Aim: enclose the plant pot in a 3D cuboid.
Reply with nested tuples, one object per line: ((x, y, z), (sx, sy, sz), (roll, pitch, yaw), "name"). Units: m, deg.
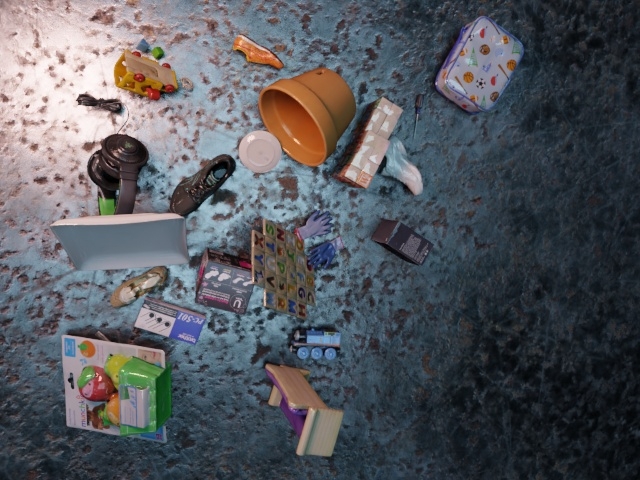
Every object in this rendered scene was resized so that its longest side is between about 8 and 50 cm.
((-0.023, -0.409, 1.665), (0.203, 0.291, 0.291), (-43, 105, -22), "plant pot")

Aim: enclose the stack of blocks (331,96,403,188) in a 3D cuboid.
((0.161, -0.325, 1.762), (0.087, 0.171, 0.297), (28, 89, -15), "stack of blocks")

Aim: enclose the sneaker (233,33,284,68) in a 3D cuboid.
((-0.200, -0.602, 1.706), (0.175, 0.064, 0.067), (27, 109, -10), "sneaker")

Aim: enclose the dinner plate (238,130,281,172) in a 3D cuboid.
((-0.200, -0.292, 1.736), (0.141, 0.017, 0.141), (-2, 111, -5), "dinner plate")

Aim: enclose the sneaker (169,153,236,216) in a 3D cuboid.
((-0.381, -0.180, 1.678), (0.267, 0.106, 0.101), (-46, 106, -4), "sneaker")

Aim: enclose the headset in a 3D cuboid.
((-0.628, -0.235, 1.544), (0.185, 0.243, 0.394), (5, 76, -37), "headset")

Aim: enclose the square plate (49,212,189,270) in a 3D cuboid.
((-0.573, 0.002, 1.558), (0.347, 0.344, 0.049), (-4, 67, -14), "square plate")

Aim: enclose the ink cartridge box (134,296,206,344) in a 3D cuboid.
((-0.493, 0.265, 1.731), (0.207, 0.046, 0.097), (21, 92, -15), "ink cartridge box")

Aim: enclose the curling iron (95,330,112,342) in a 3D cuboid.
((-0.645, 0.407, 1.715), (0.068, 0.035, 0.274), (-35, 103, -8), "curling iron")

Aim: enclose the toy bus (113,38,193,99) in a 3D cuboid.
((-0.527, -0.491, 1.605), (0.104, 0.191, 0.202), (-32, 107, 36), "toy bus")

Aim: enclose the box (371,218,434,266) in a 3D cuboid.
((0.285, 0.005, 1.837), (0.158, 0.156, 0.093), (32, 87, -15), "box")

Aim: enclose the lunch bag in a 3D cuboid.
((0.559, -0.624, 1.858), (0.243, 0.115, 0.303), (28, 90, -13), "lunch bag")

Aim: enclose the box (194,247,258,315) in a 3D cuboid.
((-0.304, 0.126, 1.657), (0.163, 0.247, 0.142), (16, 93, -15), "box")

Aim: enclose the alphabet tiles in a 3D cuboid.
((-0.111, 0.096, 1.679), (0.342, 0.011, 0.285), (30, 51, -53), "alphabet tiles")

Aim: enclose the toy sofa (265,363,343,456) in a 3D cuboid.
((-0.081, 0.540, 1.703), (0.177, 0.362, 0.150), (15, 93, -22), "toy sofa")

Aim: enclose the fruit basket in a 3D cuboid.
((-0.648, 0.470, 1.632), (0.353, 0.165, 0.326), (5, 103, 5), "fruit basket")

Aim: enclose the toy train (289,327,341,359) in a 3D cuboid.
((-0.016, 0.362, 1.848), (0.184, 0.080, 0.105), (5, 86, -12), "toy train")

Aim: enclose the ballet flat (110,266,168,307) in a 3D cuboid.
((-0.585, 0.151, 1.684), (0.206, 0.067, 0.073), (-36, 104, -7), "ballet flat")

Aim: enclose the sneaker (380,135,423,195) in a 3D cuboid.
((0.273, -0.246, 1.851), (0.115, 0.090, 0.232), (-33, 94, -2), "sneaker")

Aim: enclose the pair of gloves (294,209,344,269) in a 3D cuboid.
((0.000, 0.000, 1.817), (0.159, 0.023, 0.198), (-31, 109, -26), "pair of gloves")

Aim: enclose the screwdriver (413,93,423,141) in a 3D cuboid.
((0.347, -0.437, 1.871), (0.024, 0.025, 0.169), (6, 94, -14), "screwdriver")
